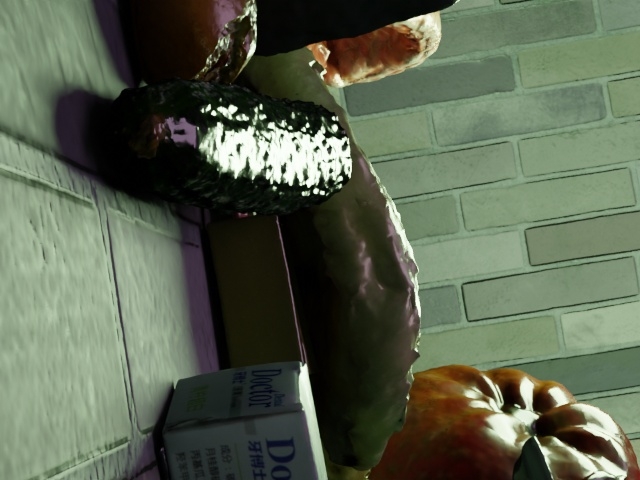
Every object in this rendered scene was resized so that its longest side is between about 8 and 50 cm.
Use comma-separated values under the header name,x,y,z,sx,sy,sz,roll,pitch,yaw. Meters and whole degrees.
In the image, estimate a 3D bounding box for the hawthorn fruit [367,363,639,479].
name,x,y,z,sx,sy,sz,roll,pitch,yaw
hawthorn fruit,0.203,0.363,1.661,0.403,0.402,0.403,-9,90,-88

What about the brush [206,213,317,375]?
name,x,y,z,sx,sy,sz,roll,pitch,yaw
brush,-0.048,-0.025,0.829,0.103,0.047,0.233,66,13,-84

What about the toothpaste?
name,x,y,z,sx,sy,sz,roll,pitch,yaw
toothpaste,-0.009,0.227,0.603,0.081,0.067,0.337,-102,-177,-80

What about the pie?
name,x,y,z,sx,sy,sz,roll,pitch,yaw
pie,-0.001,0.000,0.977,0.339,0.077,0.339,167,-90,-82

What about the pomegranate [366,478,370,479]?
name,x,y,z,sx,sy,sz,roll,pitch,yaw
pomegranate,0.088,0.293,1.040,0.302,0.236,0.236,-118,-165,-59

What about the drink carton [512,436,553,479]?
name,x,y,z,sx,sy,sz,roll,pitch,yaw
drink carton,0.064,0.226,0.809,0.191,0.189,0.185,70,12,-75

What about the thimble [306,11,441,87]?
name,x,y,z,sx,sy,sz,roll,pitch,yaw
thimble,0.039,-0.308,1.733,0.239,0.239,0.162,72,6,-74

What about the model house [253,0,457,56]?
name,x,y,z,sx,sy,sz,roll,pitch,yaw
model house,-0.051,-0.274,0.686,0.301,0.190,0.271,29,54,-64

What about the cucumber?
name,x,y,z,sx,sy,sz,roll,pitch,yaw
cucumber,-0.044,-0.043,0.639,0.293,0.067,0.068,-9,91,-76

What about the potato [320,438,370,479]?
name,x,y,z,sx,sy,sz,roll,pitch,yaw
potato,0.007,0.137,1.138,0.170,0.080,0.107,-93,161,-56

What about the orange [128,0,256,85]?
name,x,y,z,sx,sy,sz,roll,pitch,yaw
orange,-0.061,-0.111,0.656,0.086,0.062,0.086,-12,90,-88
